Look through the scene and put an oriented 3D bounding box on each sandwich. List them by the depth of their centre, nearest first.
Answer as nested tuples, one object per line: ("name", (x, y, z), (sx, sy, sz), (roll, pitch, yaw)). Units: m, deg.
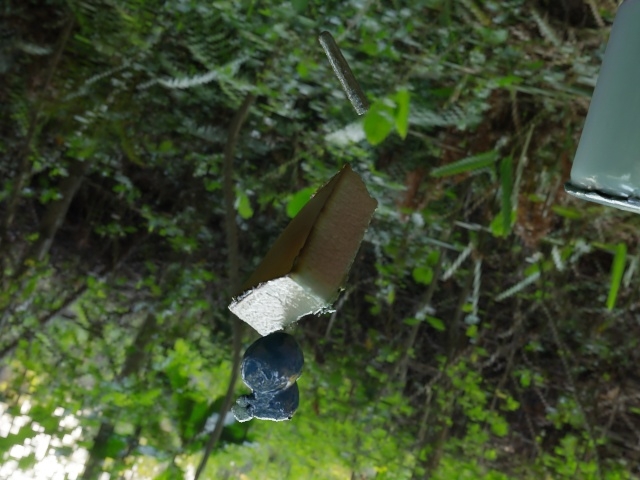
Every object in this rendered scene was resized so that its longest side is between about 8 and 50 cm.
("sandwich", (0.000, 0.000, 0.795), (0.058, 0.162, 0.193), (38, 159, -9))

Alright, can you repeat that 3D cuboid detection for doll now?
("doll", (-0.040, 0.121, 0.806), (0.051, 0.083, 0.076), (18, -150, 40))

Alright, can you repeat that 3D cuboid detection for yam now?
("yam", (0.030, -0.212, 1.126), (0.021, 0.021, 0.116), (7, 131, 61))

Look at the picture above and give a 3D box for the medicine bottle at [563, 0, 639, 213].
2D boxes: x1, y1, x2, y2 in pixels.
("medicine bottle", (0.212, -0.089, 0.453), (0.135, 0.168, 0.135), (13, -174, -1))
